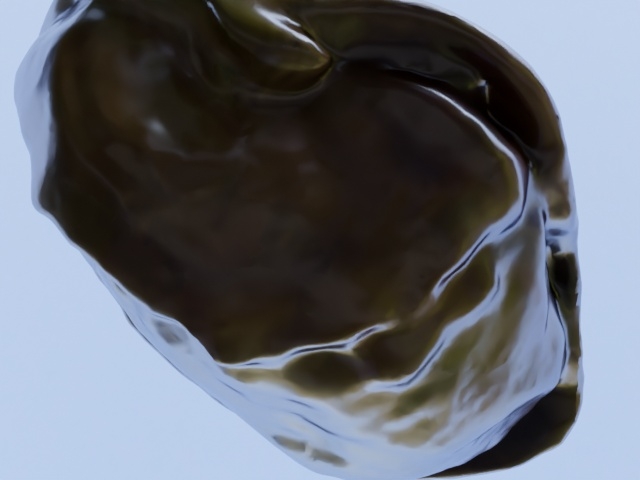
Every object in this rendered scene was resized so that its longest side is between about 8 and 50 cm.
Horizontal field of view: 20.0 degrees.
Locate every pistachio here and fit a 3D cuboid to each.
[{"bbox_3d":[0.000,0.000,0.531,0.165,0.130,0.210,-23,-58,38],"label":"pistachio"}]
